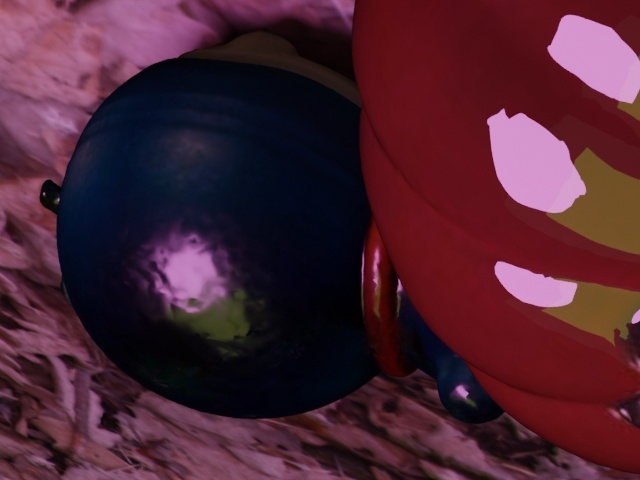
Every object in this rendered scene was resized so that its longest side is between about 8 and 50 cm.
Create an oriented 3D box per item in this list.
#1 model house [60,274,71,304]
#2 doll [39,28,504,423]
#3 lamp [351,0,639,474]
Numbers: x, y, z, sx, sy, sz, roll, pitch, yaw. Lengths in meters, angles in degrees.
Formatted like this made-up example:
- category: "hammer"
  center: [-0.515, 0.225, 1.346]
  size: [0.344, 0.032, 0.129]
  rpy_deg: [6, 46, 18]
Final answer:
- category: "model house"
  center: [-0.092, 0.012, 1.050]
  size: [0.087, 0.100, 0.101]
  rpy_deg: [2, 141, 41]
- category: "doll"
  center: [0.000, 0.001, 0.875]
  size: [0.322, 0.186, 0.198]
  rpy_deg: [8, 146, 23]
- category: "lamp"
  center: [0.159, -0.055, 0.575]
  size: [0.303, 0.257, 0.303]
  rpy_deg: [-7, 128, -9]
